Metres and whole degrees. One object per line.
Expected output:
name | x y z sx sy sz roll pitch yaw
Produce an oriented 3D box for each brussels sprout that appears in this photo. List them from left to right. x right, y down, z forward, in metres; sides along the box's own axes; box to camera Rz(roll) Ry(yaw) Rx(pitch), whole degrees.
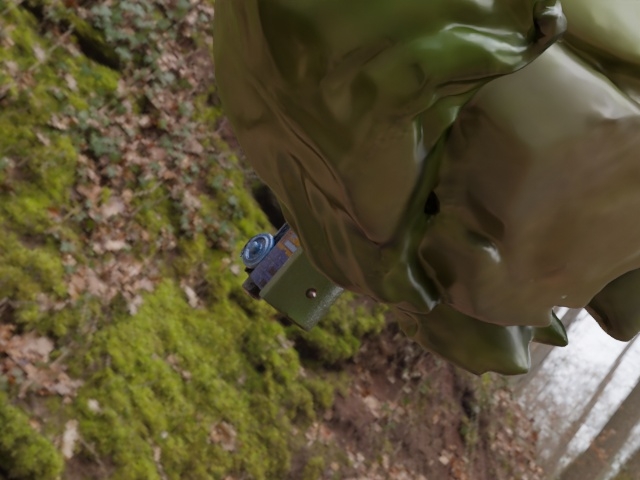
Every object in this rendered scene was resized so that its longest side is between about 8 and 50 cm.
brussels sprout | 0.108 -0.126 0.613 0.425 0.342 0.361 55 9 -50

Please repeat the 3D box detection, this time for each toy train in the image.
toy train | 0.000 0.000 1.356 0.131 0.299 0.202 40 -1 -30
